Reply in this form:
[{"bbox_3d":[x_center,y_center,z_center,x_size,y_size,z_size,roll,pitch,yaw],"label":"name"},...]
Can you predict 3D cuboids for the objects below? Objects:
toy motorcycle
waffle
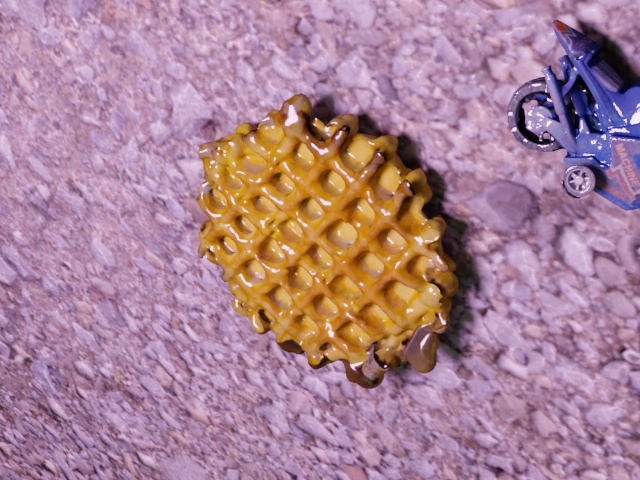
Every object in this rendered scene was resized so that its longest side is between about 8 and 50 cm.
[{"bbox_3d":[0.247,-0.081,0.757,0.205,0.076,0.114,36,123,14],"label":"toy motorcycle"},{"bbox_3d":[0.003,0.010,0.986,0.329,0.062,0.329,16,126,24],"label":"waffle"}]
